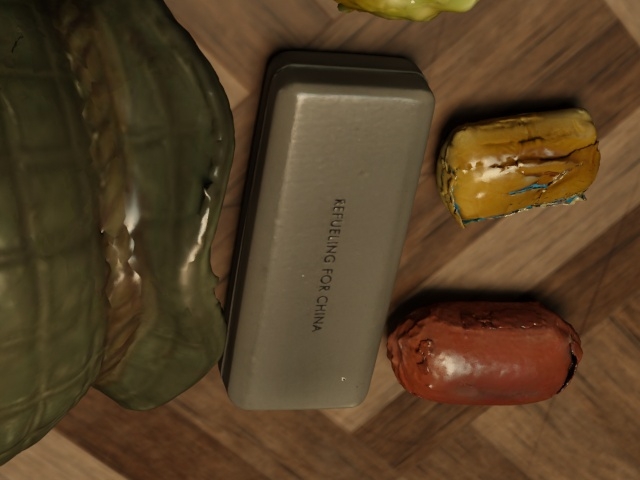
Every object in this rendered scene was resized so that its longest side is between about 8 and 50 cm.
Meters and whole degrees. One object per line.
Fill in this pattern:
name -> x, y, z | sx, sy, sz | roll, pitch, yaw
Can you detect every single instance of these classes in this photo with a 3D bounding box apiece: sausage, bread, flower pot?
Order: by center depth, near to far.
flower pot -> -0.189, -0.036, 0.664 | 0.213, 0.302, 0.302 | -10, 126, -27
bread -> 0.128, -0.047, 0.877 | 0.106, 0.053, 0.072 | -11, 129, -16
sausage -> 0.114, 0.079, 0.945 | 0.141, 0.076, 0.076 | 5, 121, -20

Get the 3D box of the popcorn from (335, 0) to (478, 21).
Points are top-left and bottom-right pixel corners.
popcorn -> -0.006, -0.228, 0.596 | 0.276, 0.276, 0.225 | -14, 131, -7

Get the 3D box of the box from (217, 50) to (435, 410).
box -> 0.000, 0.000, 0.869 | 0.103, 0.055, 0.244 | 1, 123, -17
